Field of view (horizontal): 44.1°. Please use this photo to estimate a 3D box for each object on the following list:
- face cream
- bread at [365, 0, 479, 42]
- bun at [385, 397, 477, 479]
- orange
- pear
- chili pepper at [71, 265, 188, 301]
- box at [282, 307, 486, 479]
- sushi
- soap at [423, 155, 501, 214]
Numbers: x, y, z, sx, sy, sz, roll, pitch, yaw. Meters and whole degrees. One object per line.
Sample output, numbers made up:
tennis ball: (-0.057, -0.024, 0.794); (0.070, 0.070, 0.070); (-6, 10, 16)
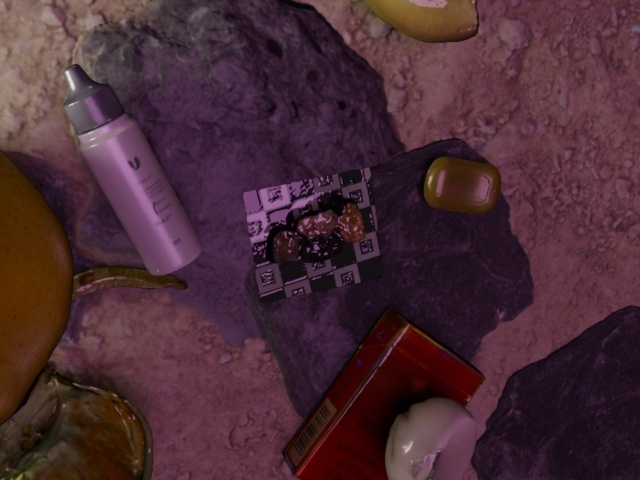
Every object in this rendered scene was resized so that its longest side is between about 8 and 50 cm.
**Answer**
face cream: (-0.272, -0.100, 1.105); (0.092, 0.092, 0.311); (-30, 111, -9)
bread: (0.120, -0.399, 1.133); (0.156, 0.158, 0.260); (-17, 110, -3)
bun: (0.165, 0.327, 1.253); (0.173, 0.120, 0.172); (-31, 132, -43)
orange: (-0.398, 0.298, 1.085); (0.335, 0.262, 0.196); (21, 139, -8)
pear: (-0.477, 0.039, 0.932); (0.341, 0.191, 0.386); (-11, 73, -10)
chili pepper: (-0.299, 0.061, 1.166); (0.208, 0.043, 0.048); (-6, 93, -18)
box: (0.109, 0.297, 1.339); (0.197, 0.089, 0.313); (36, 92, -23)
sushi: (0.000, 0.000, 1.244); (0.215, 0.050, 0.192); (-13, 108, -15)
soap: (0.233, -0.090, 1.301); (0.140, 0.045, 0.088); (7, 104, -21)
